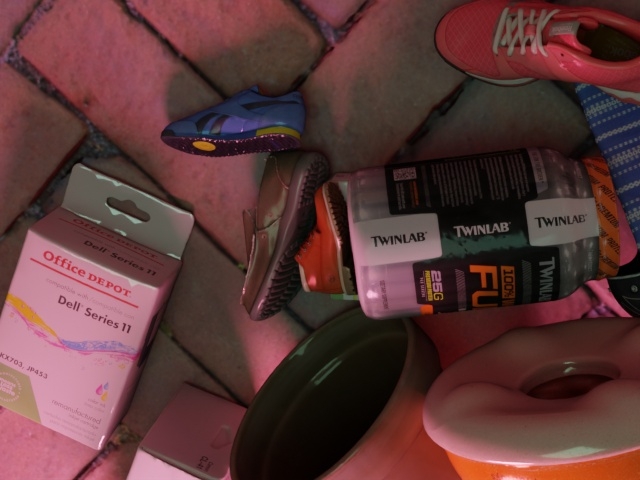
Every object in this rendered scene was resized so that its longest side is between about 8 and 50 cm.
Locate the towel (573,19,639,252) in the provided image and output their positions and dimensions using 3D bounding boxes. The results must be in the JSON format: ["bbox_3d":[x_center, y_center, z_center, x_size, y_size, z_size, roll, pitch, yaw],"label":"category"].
[{"bbox_3d":[0.455,-0.128,1.440,0.243,0.040,0.336,-24,69,19],"label":"towel"}]

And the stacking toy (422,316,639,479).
[{"bbox_3d":[0.332,0.356,1.442,0.350,0.350,0.480,-9,104,14],"label":"stacking toy"}]

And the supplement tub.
[{"bbox_3d":[0.198,-0.011,1.495,0.315,0.193,0.194,-7,107,5],"label":"supplement tub"}]

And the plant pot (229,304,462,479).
[{"bbox_3d":[0.085,0.293,1.627,0.323,0.323,0.280,-36,115,20],"label":"plant pot"}]

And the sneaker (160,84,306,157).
[{"bbox_3d":[-0.116,-0.162,1.629,0.209,0.069,0.082,-3,72,23],"label":"sneaker"}]

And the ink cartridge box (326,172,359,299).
[{"bbox_3d":[0.129,-0.003,1.629,0.235,0.056,0.171,2,108,13],"label":"ink cartridge box"}]

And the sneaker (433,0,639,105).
[{"bbox_3d":[0.281,-0.246,1.442,0.313,0.136,0.116,11,85,20],"label":"sneaker"}]

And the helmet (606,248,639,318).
[{"bbox_3d":[0.450,0.034,1.518,0.169,0.169,0.162,15,96,6],"label":"helmet"}]

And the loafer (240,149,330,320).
[{"bbox_3d":[-0.060,-0.012,1.656,0.087,0.094,0.251,25,104,29],"label":"loafer"}]

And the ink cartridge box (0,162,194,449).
[{"bbox_3d":[-0.333,0.093,1.720,0.207,0.119,0.354,23,111,4],"label":"ink cartridge box"}]

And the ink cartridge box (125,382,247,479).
[{"bbox_3d":[-0.220,0.392,1.741,0.131,0.226,0.306,23,110,3],"label":"ink cartridge box"}]

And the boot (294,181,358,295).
[{"bbox_3d":[0.000,0.000,1.602,0.084,0.059,0.158,-2,108,21],"label":"boot"}]
